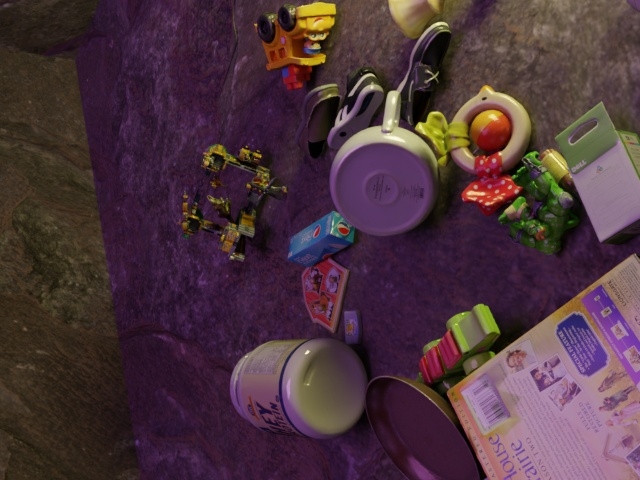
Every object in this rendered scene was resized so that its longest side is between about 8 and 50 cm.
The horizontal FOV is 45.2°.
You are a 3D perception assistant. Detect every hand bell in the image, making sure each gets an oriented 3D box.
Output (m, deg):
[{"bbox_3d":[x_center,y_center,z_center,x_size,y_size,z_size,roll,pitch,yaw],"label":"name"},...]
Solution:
[{"bbox_3d":[0.271,-0.518,1.590,0.242,0.126,0.126,-14,77,43],"label":"hand bell"}]

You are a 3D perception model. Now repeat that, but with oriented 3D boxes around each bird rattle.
[{"bbox_3d":[0.311,-0.183,1.480,0.207,0.143,0.253,-53,48,18],"label":"bird rattle"}]

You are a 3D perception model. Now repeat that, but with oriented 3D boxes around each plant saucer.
[{"bbox_3d":[0.213,0.398,1.560,0.310,0.050,0.311,35,141,34],"label":"plant saucer"}]

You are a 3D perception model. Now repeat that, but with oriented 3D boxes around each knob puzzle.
[{"bbox_3d":[-0.004,0.125,2.005,0.213,0.030,0.213,-4,85,56],"label":"knob puzzle"}]

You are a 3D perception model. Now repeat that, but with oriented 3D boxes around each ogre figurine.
[{"bbox_3d":[0.391,-0.053,1.369,0.118,0.096,0.197,46,132,38],"label":"ogre figurine"}]

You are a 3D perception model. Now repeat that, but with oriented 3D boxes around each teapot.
[{"bbox_3d":[0.143,-0.147,1.664,0.256,0.252,0.187,-38,13,25],"label":"teapot"}]

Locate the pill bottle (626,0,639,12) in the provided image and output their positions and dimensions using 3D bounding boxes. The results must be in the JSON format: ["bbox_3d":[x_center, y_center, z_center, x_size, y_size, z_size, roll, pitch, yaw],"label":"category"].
[{"bbox_3d":[0.532,-0.390,1.150,0.229,0.131,0.131,57,133,40],"label":"pill bottle"}]

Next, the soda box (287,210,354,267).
[{"bbox_3d":[0.000,0.000,1.955,0.210,0.071,0.067,-30,45,52],"label":"soda box"}]

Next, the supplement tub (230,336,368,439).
[{"bbox_3d":[-0.062,0.361,1.896,0.324,0.235,0.236,-15,76,55],"label":"supplement tub"}]

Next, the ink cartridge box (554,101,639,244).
[{"bbox_3d":[0.481,-0.110,1.271,0.109,0.062,0.209,-43,54,46],"label":"ink cartridge box"}]

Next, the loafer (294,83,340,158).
[{"bbox_3d":[0.004,-0.297,1.950,0.087,0.094,0.251,63,157,22],"label":"loafer"}]

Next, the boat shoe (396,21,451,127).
[{"bbox_3d":[0.229,-0.352,1.645,0.079,0.084,0.233,56,138,37],"label":"boat shoe"}]

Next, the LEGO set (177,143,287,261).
[{"bbox_3d":[-0.271,-0.097,2.207,0.331,0.254,0.192,-57,16,22],"label":"LEGO set"}]

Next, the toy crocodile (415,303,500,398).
[{"bbox_3d":[0.256,0.232,1.513,0.341,0.105,0.115,115,142,-56],"label":"toy crocodile"}]

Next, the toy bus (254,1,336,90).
[{"bbox_3d":[-0.055,-0.510,2.029,0.220,0.149,0.212,-1,100,53],"label":"toy bus"}]

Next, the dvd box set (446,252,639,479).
[{"bbox_3d":[0.429,0.267,1.238,0.420,0.062,0.308,-45,51,27],"label":"dvd box set"}]

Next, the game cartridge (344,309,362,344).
[{"bbox_3d":[0.081,0.213,1.888,0.056,0.017,0.083,-12,78,51],"label":"game cartridge"}]

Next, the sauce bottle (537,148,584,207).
[{"bbox_3d":[0.434,-0.109,1.359,0.042,0.042,0.128,-60,41,35],"label":"sauce bottle"}]

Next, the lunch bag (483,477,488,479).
[{"bbox_3d":[0.383,0.473,1.362,0.219,0.090,0.176,-49,51,43],"label":"lunch bag"}]

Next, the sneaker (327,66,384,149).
[{"bbox_3d":[0.081,-0.330,1.876,0.217,0.079,0.121,-50,39,42],"label":"sneaker"}]
